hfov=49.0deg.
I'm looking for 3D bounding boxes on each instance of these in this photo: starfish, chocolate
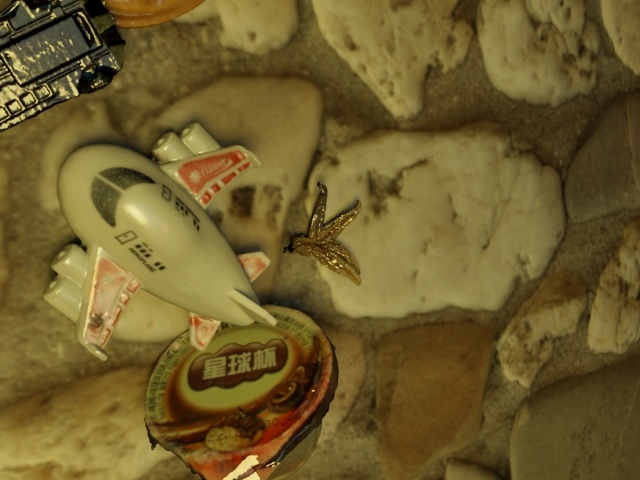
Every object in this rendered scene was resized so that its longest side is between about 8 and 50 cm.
[{"bbox_3d":[-0.004,-0.002,0.827,0.130,0.041,0.133,-14,98,-40],"label":"starfish"},{"bbox_3d":[-0.065,0.187,0.741,0.221,0.221,0.147,-37,129,-24],"label":"chocolate"}]

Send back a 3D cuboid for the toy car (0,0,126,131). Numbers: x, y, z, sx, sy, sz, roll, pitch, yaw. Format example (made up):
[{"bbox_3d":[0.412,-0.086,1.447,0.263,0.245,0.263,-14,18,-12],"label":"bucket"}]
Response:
[{"bbox_3d":[-0.278,-0.147,0.614,0.216,0.063,0.103,-33,113,-14],"label":"toy car"}]

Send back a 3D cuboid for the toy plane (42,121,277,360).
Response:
[{"bbox_3d":[-0.149,0.004,0.691,0.252,0.118,0.252,-3,96,-32],"label":"toy plane"}]

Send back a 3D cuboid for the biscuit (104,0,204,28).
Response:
[{"bbox_3d":[-0.205,-0.277,0.663,0.221,0.029,0.142,26,83,-34],"label":"biscuit"}]
